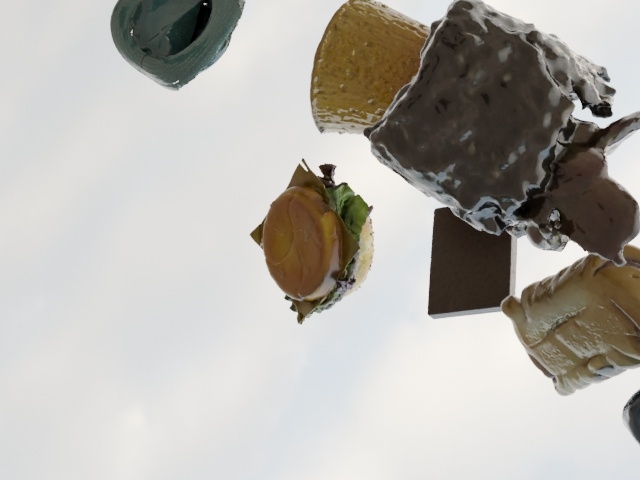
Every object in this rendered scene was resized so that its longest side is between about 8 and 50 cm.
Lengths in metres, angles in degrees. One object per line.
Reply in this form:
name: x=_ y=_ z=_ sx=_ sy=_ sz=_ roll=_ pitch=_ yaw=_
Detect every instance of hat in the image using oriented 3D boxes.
hat: x=-0.154 y=-0.238 z=1.494 sx=0.191 sy=0.078 sz=0.138 roll=29 pitch=-98 yaw=38

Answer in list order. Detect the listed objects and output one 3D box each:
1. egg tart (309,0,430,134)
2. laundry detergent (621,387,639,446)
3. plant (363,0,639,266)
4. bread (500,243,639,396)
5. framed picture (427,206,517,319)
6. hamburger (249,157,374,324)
egg tart: x=0.088 y=-0.221 z=1.774 sx=0.147 sy=0.202 sz=0.202 roll=22 pitch=-93 yaw=22
laundry detergent: x=0.434 y=0.130 z=1.224 sx=0.290 sy=0.094 sz=0.143 roll=-39 pitch=-100 yaw=5
plant: x=0.167 y=-0.093 z=1.106 sx=0.178 sy=0.234 sz=0.204 roll=-63 pitch=179 yaw=6
bread: x=0.288 y=0.083 z=1.377 sx=0.081 sy=0.134 sz=0.225 roll=-40 pitch=-178 yaw=-31
framed picture: x=0.218 y=0.025 z=1.853 sx=0.128 sy=0.023 sz=0.168 roll=-9 pitch=-117 yaw=30
hamburger: x=0.003 y=0.000 z=1.503 sx=0.189 sy=0.093 sz=0.164 roll=-43 pitch=-118 yaw=47
